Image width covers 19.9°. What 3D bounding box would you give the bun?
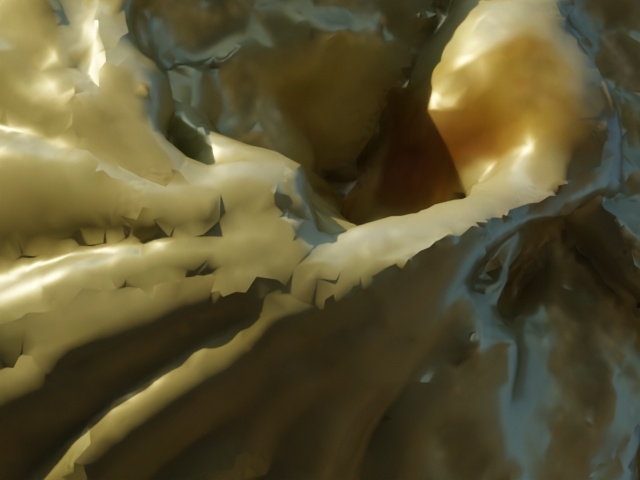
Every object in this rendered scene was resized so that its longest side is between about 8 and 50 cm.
[{"bbox_3d":[0.000,0.000,0.540,0.352,0.349,0.227,13,-33,-19],"label":"bun"}]
